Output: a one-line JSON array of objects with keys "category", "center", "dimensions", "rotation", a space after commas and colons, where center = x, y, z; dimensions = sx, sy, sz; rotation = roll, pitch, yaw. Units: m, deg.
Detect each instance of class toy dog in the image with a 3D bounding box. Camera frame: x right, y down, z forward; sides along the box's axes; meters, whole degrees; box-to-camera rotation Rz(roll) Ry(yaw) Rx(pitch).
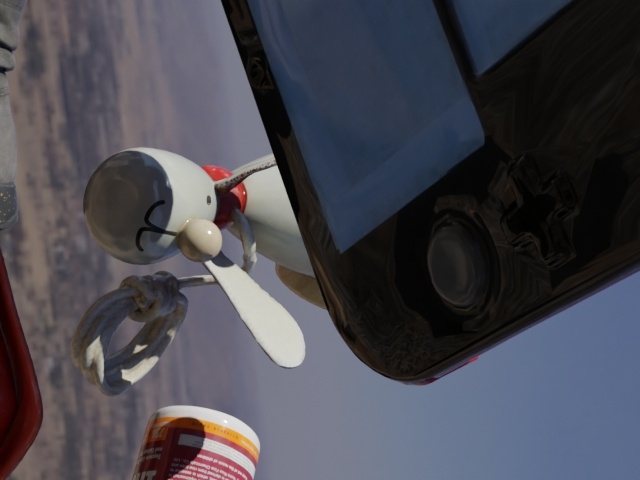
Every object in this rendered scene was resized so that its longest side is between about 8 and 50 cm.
[{"category": "toy dog", "center": [0.000, 0.000, 1.004], "dimensions": [0.161, 0.333, 0.220], "rotation": [31, -50, 28]}]

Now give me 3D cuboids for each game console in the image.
[{"category": "game console", "center": [0.049, -0.148, 0.681], "dimensions": [0.342, 0.060, 0.387], "rotation": [-41, -114, 59]}]

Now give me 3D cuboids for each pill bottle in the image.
[{"category": "pill bottle", "center": [-0.098, 0.201, 1.037], "dimensions": [0.086, 0.086, 0.152], "rotation": [88, 13, -59]}]

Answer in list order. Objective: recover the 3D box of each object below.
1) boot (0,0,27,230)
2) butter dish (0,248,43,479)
[{"category": "boot", "center": [-0.387, -0.120, 1.094], "dimensions": [0.118, 0.338, 0.223], "rotation": [-157, -112, -70]}, {"category": "butter dish", "center": [-0.222, 0.070, 0.706], "dimensions": [0.160, 0.118, 0.160], "rotation": [-50, -136, 27]}]
